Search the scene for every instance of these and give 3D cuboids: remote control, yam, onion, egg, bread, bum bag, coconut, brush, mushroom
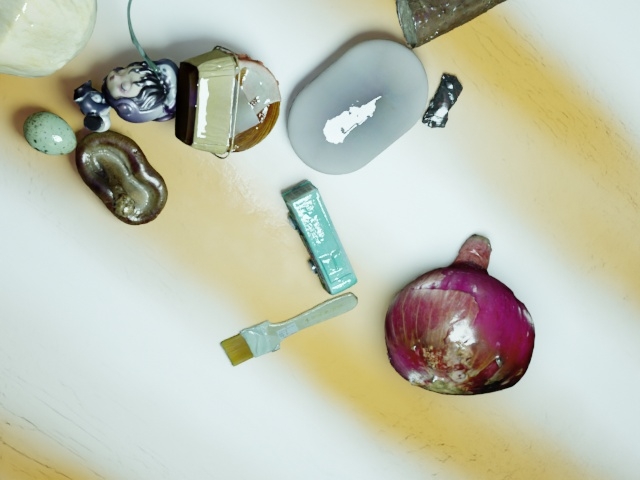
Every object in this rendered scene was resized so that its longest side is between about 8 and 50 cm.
[{"bbox_3d":[0.081,-0.284,1.768,0.332,0.103,0.221,-39,108,4],"label":"remote control"},{"bbox_3d":[0.293,-0.517,1.725,0.279,0.131,0.131,-27,108,-1],"label":"yam"},{"bbox_3d":[0.324,0.161,1.860,0.347,0.348,0.385,23,66,-14],"label":"onion"},{"bbox_3d":[-0.558,-0.219,1.698,0.110,0.085,0.085,22,102,-12],"label":"egg"},{"bbox_3d":[-0.187,-0.280,1.688,0.211,0.142,0.225,-6,116,-34],"label":"bread"},{"bbox_3d":[0.273,-0.307,1.828,0.057,0.034,0.125,26,100,-6],"label":"bum bag"},{"bbox_3d":[-0.579,-0.444,1.498,0.328,0.329,0.329,-2,107,-8],"label":"coconut"},{"bbox_3d":[-0.067,0.201,1.932,0.336,0.020,0.086,-25,108,-1],"label":"brush"},{"bbox_3d":[-0.411,-0.116,1.682,0.148,0.217,0.227,-43,107,6],"label":"mushroom"}]

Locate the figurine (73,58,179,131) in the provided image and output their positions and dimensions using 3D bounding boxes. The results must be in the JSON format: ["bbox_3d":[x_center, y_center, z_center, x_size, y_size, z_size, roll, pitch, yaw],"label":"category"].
[{"bbox_3d":[-0.379,-0.288,1.682,0.222,0.145,0.145,-21,108,-2],"label":"figurine"}]

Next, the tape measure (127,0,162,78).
[{"bbox_3d":[-0.305,-0.493,1.610,0.163,0.084,0.331,-9,84,-5],"label":"tape measure"}]

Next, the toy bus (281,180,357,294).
[{"bbox_3d":[0.000,0.000,1.841,0.091,0.109,0.262,-28,109,-6],"label":"toy bus"}]
